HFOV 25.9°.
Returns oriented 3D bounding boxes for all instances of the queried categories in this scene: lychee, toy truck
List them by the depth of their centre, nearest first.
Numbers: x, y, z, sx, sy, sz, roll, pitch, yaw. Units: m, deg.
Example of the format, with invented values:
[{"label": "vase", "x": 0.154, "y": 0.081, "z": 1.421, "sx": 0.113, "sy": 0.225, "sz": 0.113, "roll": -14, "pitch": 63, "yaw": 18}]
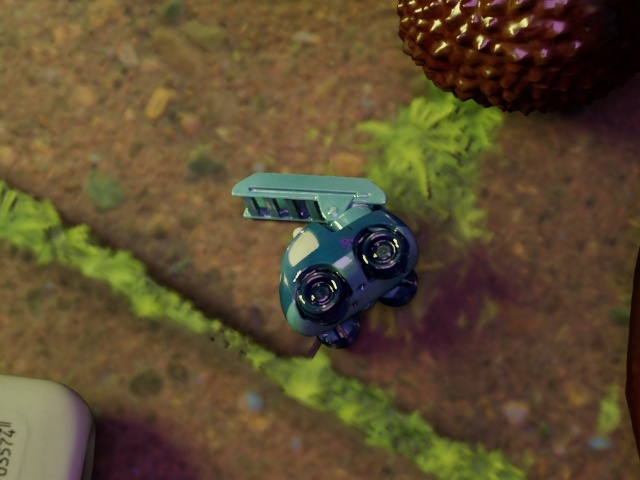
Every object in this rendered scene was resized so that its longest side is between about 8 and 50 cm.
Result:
[{"label": "lychee", "x": 0.098, "y": -0.117, "z": 0.641, "sx": 0.129, "sy": 0.123, "sz": 0.123, "roll": -10, "pitch": 79, "yaw": 1}, {"label": "toy truck", "x": 0.000, "y": 0.000, "z": 0.666, "sx": 0.073, "sy": 0.056, "sz": 0.090, "roll": -36, "pitch": 65, "yaw": -6}]

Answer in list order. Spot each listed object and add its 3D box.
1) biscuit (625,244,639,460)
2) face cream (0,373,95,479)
[{"label": "biscuit", "x": 0.334, "y": 0.047, "z": 0.586, "sx": 0.408, "sy": 0.091, "sz": 0.407, "roll": -2, "pitch": 80, "yaw": 13}, {"label": "face cream", "x": -0.254, "y": 0.117, "z": 0.628, "sx": 0.291, "sy": 0.071, "sz": 0.143, "roll": 6, "pitch": 68, "yaw": -3}]
